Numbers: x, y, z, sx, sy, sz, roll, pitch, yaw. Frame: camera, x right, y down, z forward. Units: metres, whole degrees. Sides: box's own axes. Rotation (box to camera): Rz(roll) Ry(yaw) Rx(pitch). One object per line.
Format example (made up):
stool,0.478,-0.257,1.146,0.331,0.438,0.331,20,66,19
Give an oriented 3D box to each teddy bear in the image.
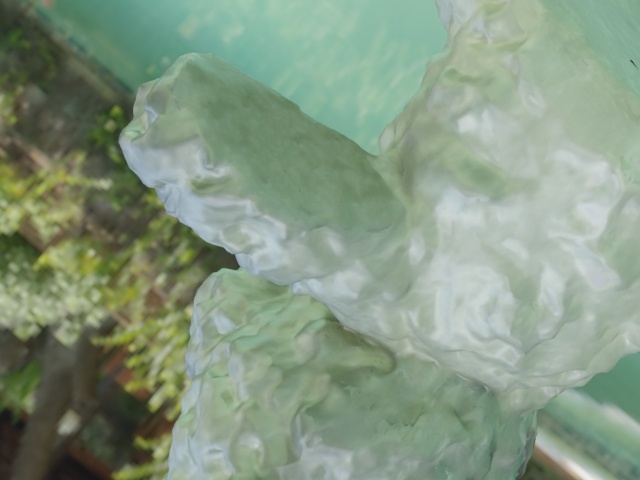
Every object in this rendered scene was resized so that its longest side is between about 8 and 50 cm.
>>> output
teddy bear,0.000,0.000,0.697,0.327,0.362,0.375,7,-129,-58
